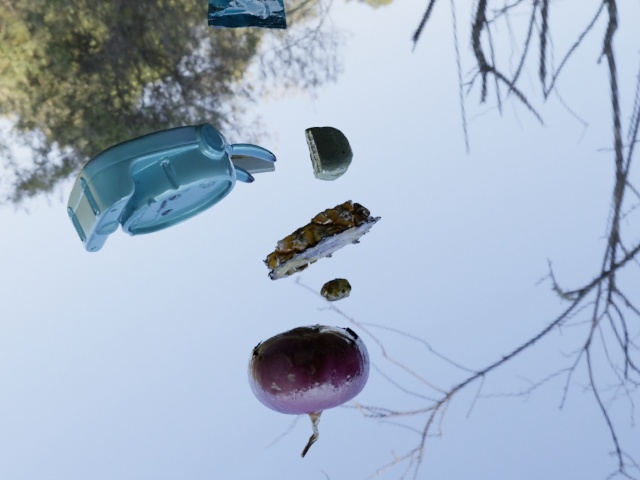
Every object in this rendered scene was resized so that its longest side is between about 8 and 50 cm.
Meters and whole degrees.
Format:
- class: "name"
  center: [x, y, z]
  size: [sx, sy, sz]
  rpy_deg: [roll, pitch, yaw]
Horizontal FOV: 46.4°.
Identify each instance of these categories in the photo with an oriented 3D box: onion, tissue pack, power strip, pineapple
- class: "onion"
  center: [-0.025, 0.391, 2.181]
  size: [0.358, 0.344, 0.358]
  rpy_deg: [-19, -155, 9]
- class: "tissue pack"
  center: [-0.078, -0.283, 0.755]
  size: [0.085, 0.137, 0.028]
  rpy_deg: [-3, -173, -11]
- class: "power strip"
  center: [-0.168, -0.095, 0.999]
  size: [0.253, 0.027, 0.060]
  rpy_deg: [-12, -161, -42]
- class: "pineapple"
  center: [0.000, 0.000, 1.185]
  size: [0.221, 0.047, 0.221]
  rpy_deg: [-27, 170, -5]

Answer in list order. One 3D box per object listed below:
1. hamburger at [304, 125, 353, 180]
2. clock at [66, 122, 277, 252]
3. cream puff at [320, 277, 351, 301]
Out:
- class: "hamburger"
  center: [0.022, -0.177, 1.460]
  size: [0.084, 0.121, 0.054]
  rpy_deg: [-9, 156, -19]
- class: "clock"
  center: [-0.105, -0.044, 0.543]
  size: [0.147, 0.045, 0.108]
  rpy_deg: [-22, 172, -32]
- class: "cream puff"
  center: [0.039, 0.127, 1.934]
  size: [0.083, 0.058, 0.083]
  rpy_deg: [-10, 180, -6]
